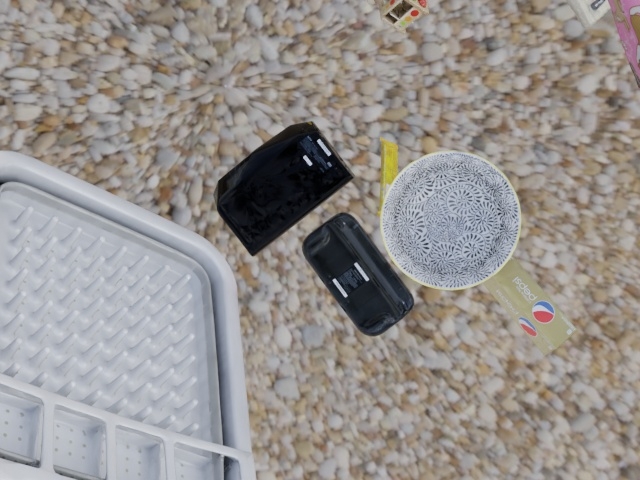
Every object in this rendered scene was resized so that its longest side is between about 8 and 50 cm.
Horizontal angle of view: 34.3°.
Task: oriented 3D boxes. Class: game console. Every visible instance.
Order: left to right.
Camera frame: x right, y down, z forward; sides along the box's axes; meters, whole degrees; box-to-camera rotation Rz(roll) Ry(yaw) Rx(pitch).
[{"bbox_3d":[0.000,0.000,1.676,0.213,0.044,0.361,-37,89,11],"label":"game console"}]

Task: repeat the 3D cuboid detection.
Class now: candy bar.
[{"bbox_3d":[0.113,-0.104,1.739,0.040,0.018,0.162,24,55,-32],"label":"candy bar"}]

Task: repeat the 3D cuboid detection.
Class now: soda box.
[{"bbox_3d":[0.367,0.112,1.842,0.058,0.061,0.181,-38,82,-17],"label":"soda box"}]

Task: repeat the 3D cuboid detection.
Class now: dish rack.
[{"bbox_3d":[-0.193,0.096,0.892,0.285,0.333,0.072,26,128,-33],"label":"dish rack"}]

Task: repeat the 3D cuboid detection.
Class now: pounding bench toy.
[{"bbox_3d":[0.123,-0.381,1.645,0.083,0.052,0.065,25,134,-33],"label":"pounding bench toy"}]

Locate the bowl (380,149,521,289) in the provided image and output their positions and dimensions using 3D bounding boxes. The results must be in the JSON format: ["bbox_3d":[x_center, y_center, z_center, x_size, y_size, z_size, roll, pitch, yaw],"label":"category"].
[{"bbox_3d":[0.160,-0.026,1.290,0.170,0.080,0.170,0,92,5],"label":"bowl"}]

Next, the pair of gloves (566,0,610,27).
[{"bbox_3d":[0.392,-0.448,1.450,0.204,0.042,0.240,39,92,-30],"label":"pair of gloves"}]

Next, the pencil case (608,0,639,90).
[{"bbox_3d":[0.371,-0.242,1.055,0.167,0.160,0.386,-23,107,4],"label":"pencil case"}]
